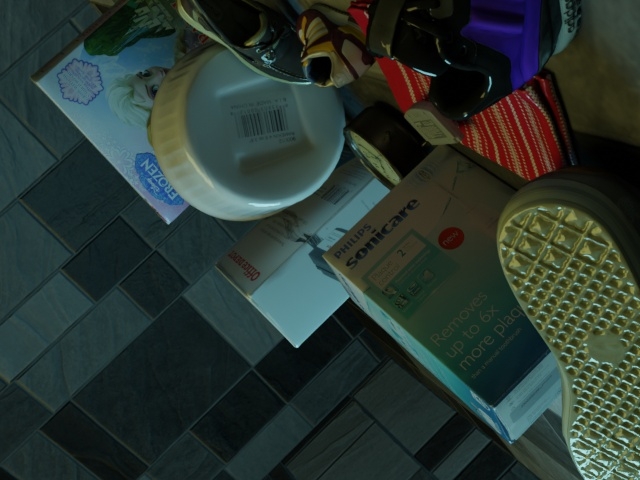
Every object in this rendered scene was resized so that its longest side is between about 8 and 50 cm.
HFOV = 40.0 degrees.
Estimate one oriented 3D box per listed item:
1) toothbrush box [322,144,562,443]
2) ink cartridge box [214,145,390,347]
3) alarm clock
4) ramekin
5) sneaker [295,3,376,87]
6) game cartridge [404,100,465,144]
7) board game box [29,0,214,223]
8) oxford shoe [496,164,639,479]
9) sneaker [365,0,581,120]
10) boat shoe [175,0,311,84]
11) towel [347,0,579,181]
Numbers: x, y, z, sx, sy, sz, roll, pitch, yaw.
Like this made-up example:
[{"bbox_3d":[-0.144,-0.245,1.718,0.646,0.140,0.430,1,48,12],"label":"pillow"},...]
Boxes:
[{"bbox_3d":[0.184,0.053,1.044,0.295,0.216,0.126,42,171,38],"label":"toothbrush box"},{"bbox_3d":[0.000,0.000,1.433,0.129,0.307,0.223,50,172,-22],"label":"ink cartridge box"},{"bbox_3d":[0.086,-0.128,1.215,0.129,0.064,0.192,50,170,-26],"label":"alarm clock"},{"bbox_3d":[-0.098,-0.168,1.276,0.277,0.277,0.135,48,165,-14],"label":"ramekin"},{"bbox_3d":[0.000,-0.231,1.059,0.069,0.084,0.185,50,172,-29],"label":"sneaker"},{"bbox_3d":[0.122,-0.129,0.963,0.056,0.017,0.083,41,174,-14],"label":"game cartridge"},{"bbox_3d":[-0.241,-0.247,1.436,0.319,0.318,0.066,50,172,-29],"label":"board game box"},{"bbox_3d":[0.301,0.112,0.849,0.169,0.130,0.449,-12,118,34],"label":"oxford shoe"},{"bbox_3d":[0.083,-0.186,0.582,0.102,0.146,0.293,40,171,41],"label":"sneaker"},{"bbox_3d":[-0.087,-0.272,1.162,0.223,0.080,0.073,28,-177,-18],"label":"boat shoe"},{"bbox_3d":[0.149,-0.144,0.903,0.275,0.031,0.199,39,171,43],"label":"towel"}]
